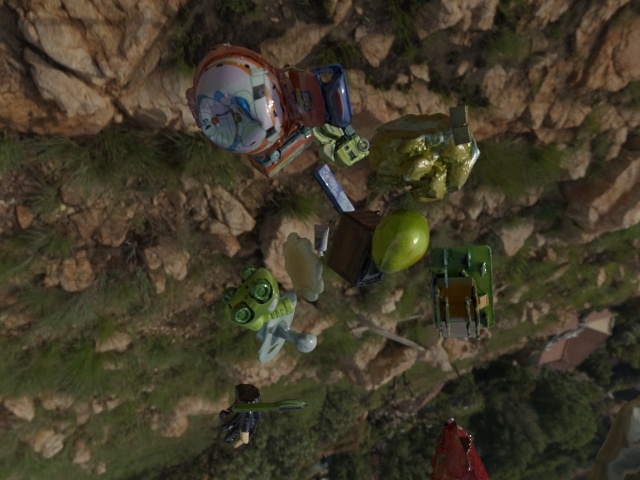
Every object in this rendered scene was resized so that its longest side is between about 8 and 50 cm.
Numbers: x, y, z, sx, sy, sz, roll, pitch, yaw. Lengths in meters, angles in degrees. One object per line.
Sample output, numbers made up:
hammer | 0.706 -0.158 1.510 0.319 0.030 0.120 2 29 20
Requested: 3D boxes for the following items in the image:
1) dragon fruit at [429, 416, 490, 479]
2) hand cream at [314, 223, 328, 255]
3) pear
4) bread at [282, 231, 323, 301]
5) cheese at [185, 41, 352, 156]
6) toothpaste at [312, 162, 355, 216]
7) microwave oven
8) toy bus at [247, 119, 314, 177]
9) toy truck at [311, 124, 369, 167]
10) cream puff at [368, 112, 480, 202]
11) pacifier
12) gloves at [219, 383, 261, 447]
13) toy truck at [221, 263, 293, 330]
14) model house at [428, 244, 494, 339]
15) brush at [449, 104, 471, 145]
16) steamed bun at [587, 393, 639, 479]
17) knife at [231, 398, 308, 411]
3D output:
dragon fruit | 0.277 0.486 0.938 0.126 0.274 0.161 -27 118 9
hand cream | 0.000 0.000 2.098 0.053 0.084 0.142 -14 109 -53
pear | 0.248 0.011 1.469 0.187 0.187 0.219 36 76 -46
bread | -0.082 0.112 1.952 0.054 0.316 0.316 -19 141 -29
cheese | -0.103 -0.252 0.836 0.329 0.129 0.217 3 128 22
toothpaste | 0.062 -0.222 2.080 0.066 0.053 0.272 -49 121 -24
microwave oven | 0.168 0.029 1.698 0.178 0.188 0.247 -9 122 -45
toy bus | -0.127 -0.333 1.569 0.265 0.121 0.120 -43 155 -19
toy truck | 0.038 -0.285 1.256 0.116 0.085 0.191 -39 104 -15
cream puff | 0.353 -0.279 1.611 0.378 0.378 0.275 -16 122 -12
pacifier | -0.134 0.392 1.980 0.288 0.269 0.343 -30 141 -62
gloves | -0.238 0.553 1.421 0.106 0.129 0.180 -3 106 -53
toy truck | -0.200 0.199 1.433 0.187 0.148 0.210 -36 126 -9
model house | 0.521 0.194 1.662 0.243 0.313 0.357 -2 98 13
brush | 0.412 -0.342 1.331 0.047 0.233 0.103 -7 105 22
steamed bun | 0.871 0.560 1.156 0.342 0.255 0.367 -15 120 -37
knife | -0.119 0.378 1.047 0.184 0.022 0.026 -9 108 13
